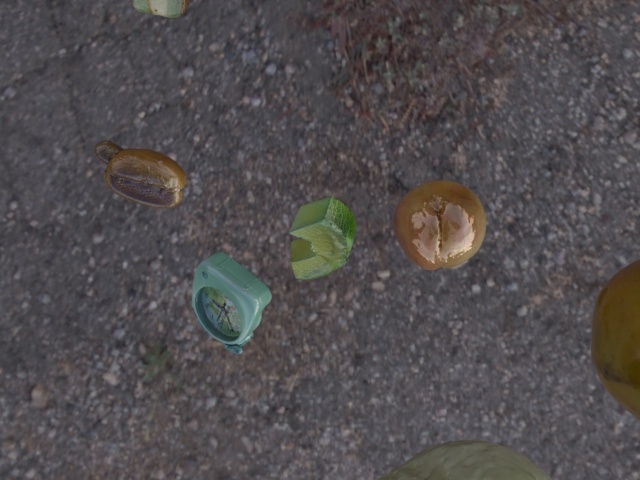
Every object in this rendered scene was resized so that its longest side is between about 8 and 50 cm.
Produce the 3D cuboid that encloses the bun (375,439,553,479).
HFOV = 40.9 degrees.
[{"bbox_3d":[0.115,0.374,0.927,0.227,0.349,0.352,39,89,-11],"label":"bun"}]

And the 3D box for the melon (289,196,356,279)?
[{"bbox_3d":[0.000,0.000,1.455,0.117,0.064,0.209,3,150,6],"label":"melon"}]

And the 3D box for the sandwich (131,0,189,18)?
[{"bbox_3d":[-0.201,-0.348,1.055,0.079,0.163,0.114,12,93,-1],"label":"sandwich"}]

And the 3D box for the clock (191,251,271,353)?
[{"bbox_3d":[-0.176,0.124,1.611,0.148,0.060,0.189,37,133,17],"label":"clock"}]

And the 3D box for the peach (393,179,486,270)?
[{"bbox_3d":[0.228,-0.032,1.650,0.184,0.184,0.184,0,118,0],"label":"peach"}]

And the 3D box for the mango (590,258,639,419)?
[{"bbox_3d":[0.551,0.152,1.039,0.445,0.300,0.232,15,83,6],"label":"mango"}]

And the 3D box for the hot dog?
[{"bbox_3d":[-0.267,-0.098,1.262,0.140,0.060,0.090,11,134,-15],"label":"hot dog"}]
